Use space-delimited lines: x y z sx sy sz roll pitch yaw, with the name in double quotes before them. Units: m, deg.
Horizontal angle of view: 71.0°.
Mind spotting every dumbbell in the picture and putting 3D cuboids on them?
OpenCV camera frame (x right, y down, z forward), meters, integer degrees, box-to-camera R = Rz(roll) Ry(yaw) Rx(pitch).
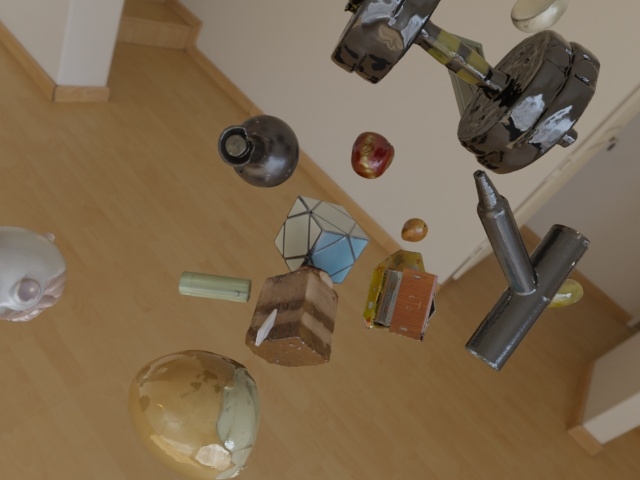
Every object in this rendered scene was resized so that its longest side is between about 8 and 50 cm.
"dumbbell" 0.172 -0.231 0.565 0.388 0.185 0.185 30 35 -10

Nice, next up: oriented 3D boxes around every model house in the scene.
"model house" 0.228 0.130 1.061 0.207 0.220 0.135 21 -6 -37

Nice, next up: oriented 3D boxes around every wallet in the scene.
"wallet" -0.107 0.172 0.894 0.011 0.044 0.083 20 24 8

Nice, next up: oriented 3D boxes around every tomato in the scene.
"tomato" 0.097 -0.157 0.834 0.075 0.087 0.087 18 29 22

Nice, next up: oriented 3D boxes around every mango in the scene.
"mango" 0.290 -0.029 1.404 0.080 0.114 0.061 18 62 -10

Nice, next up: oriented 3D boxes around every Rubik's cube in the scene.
"Rubik's cube" 0.000 0.000 1.496 0.205 0.205 0.207 11 30 -36

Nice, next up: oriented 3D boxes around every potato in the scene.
"potato" 0.471 0.104 0.936 0.137 0.092 0.070 15 69 8

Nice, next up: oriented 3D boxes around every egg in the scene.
"egg" -0.216 0.294 0.782 0.244 0.201 0.201 25 35 1

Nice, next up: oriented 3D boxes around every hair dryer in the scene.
"hair dryer" 0.178 0.023 0.450 0.195 0.173 0.050 39 -5 -33

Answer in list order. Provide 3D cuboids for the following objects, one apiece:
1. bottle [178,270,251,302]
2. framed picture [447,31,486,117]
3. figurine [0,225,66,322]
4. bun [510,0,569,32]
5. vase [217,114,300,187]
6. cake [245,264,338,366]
"bottle" -0.308 0.137 1.327 0.201 0.072 0.072 7 38 -2
"framed picture" 0.465 -0.451 1.353 0.247 0.022 0.335 -13 88 -44
"figurine" -0.687 0.067 0.925 0.253 0.211 0.361 22 -5 10
"bun" 0.559 -0.575 1.127 0.094 0.138 0.138 32 31 -34
"vase" -0.101 -0.143 0.710 0.120 0.120 0.183 38 12 4
"cake" -0.075 0.204 1.317 0.196 0.198 0.293 46 43 -41
